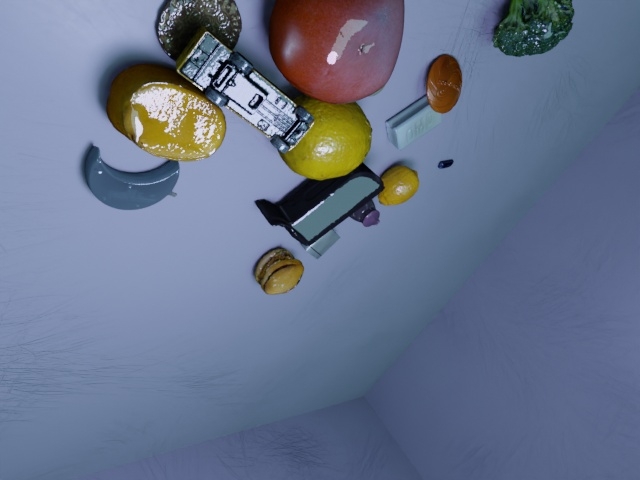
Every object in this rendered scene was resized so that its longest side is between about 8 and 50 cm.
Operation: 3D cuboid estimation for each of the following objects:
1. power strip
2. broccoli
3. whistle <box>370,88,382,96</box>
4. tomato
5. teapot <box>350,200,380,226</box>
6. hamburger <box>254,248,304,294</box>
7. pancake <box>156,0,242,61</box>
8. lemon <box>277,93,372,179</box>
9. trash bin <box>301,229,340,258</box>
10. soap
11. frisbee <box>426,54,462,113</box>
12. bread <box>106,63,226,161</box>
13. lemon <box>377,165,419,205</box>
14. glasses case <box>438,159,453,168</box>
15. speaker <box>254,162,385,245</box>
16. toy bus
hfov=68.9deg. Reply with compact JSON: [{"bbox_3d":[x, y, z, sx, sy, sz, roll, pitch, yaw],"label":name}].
[{"bbox_3d":[-0.476,-0.153,1.199,0.254,0.054,0.167,5,129,-46],"label":"power strip"},{"bbox_3d":[0.688,-0.731,1.528,0.295,0.265,0.245,-28,111,-28],"label":"broccoli"},{"bbox_3d":[0.138,-0.517,1.375,0.104,0.057,0.198,-31,138,-4],"label":"whistle"},{"bbox_3d":[0.052,-0.480,1.107,0.342,0.273,0.341,-18,125,-27],"label":"tomato"},{"bbox_3d":[0.160,-0.109,1.785,0.116,0.146,0.148,-31,146,-13],"label":"teapot"},{"bbox_3d":[-0.155,0.121,1.776,0.182,0.118,0.191,-44,143,12],"label":"hamburger"},{"bbox_3d":[-0.269,-0.474,1.050,0.199,0.021,0.199,-26,145,-20],"label":"pancake"},{"bbox_3d":[0.014,-0.297,1.335,0.320,0.245,0.245,-10,137,-30],"label":"lemon"},{"bbox_3d":[0.000,0.000,1.838,0.130,0.059,0.116,-44,147,4],"label":"trash bin"},{"bbox_3d":[0.333,-0.420,1.660,0.198,0.066,0.119,-35,145,-7],"label":"soap"},{"bbox_3d":[0.430,-0.529,1.586,0.192,0.035,0.191,-15,114,-37],"label":"frisbee"},{"bbox_3d":[-0.349,-0.289,1.079,0.270,0.143,0.195,12,113,-47],"label":"bread"},{"bbox_3d":[0.297,-0.210,1.807,0.187,0.142,0.142,-42,147,11],"label":"lemon"},{"bbox_3d":[0.542,-0.327,2.011,0.083,0.023,0.033,-15,138,-32],"label":"glasses case"},{"bbox_3d":[0.002,-0.154,1.558,0.388,0.180,0.184,-38,142,-2],"label":"speaker"},{"bbox_3d":[-0.170,-0.347,1.102,0.336,0.123,0.121,31,107,-39],"label":"toy bus"}]
